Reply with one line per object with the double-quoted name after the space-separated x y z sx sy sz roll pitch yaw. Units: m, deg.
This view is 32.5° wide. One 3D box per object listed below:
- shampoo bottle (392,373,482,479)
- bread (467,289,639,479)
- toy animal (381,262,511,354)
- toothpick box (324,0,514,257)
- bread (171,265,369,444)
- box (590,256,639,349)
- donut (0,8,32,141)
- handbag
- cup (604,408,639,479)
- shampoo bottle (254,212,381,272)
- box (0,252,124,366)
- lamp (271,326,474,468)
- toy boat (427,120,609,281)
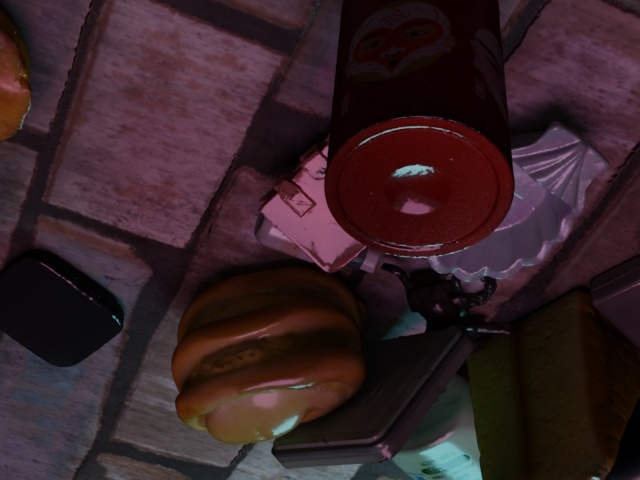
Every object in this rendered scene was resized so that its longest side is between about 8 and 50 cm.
0.272 0.382 1.909 0.221 0.151 0.349 -28 126 26 "shampoo bottle"
0.373 0.292 1.666 0.233 0.362 0.245 -32 122 30 "bread"
0.196 0.102 1.690 0.148 0.085 0.232 -28 129 30 "toy animal"
0.114 -0.166 1.262 0.204 0.333 0.204 3 135 3 "toothpick box"
-0.088 0.169 1.667 0.315 0.270 0.211 -18 114 17 "bread"
0.524 0.125 1.700 0.103 0.055 0.243 -32 124 31 "box"
-0.493 -0.223 1.416 0.253 0.118 0.254 5 134 5 "donut"
0.035 -0.071 1.508 0.157 0.059 0.212 42 110 -17 "handbag"
0.589 0.350 1.882 0.177 0.239 0.166 -36 80 27 "cup"
0.000 0.000 1.614 0.192 0.074 0.074 22 132 -14 "shampoo bottle"
-0.440 0.116 1.791 0.201 0.042 0.212 -33 122 32 "box"
0.078 0.238 1.666 0.269 0.266 0.047 -17 112 49 "lamp"
0.256 -0.062 1.512 0.199 0.100 0.290 31 130 -24 "toy boat"
